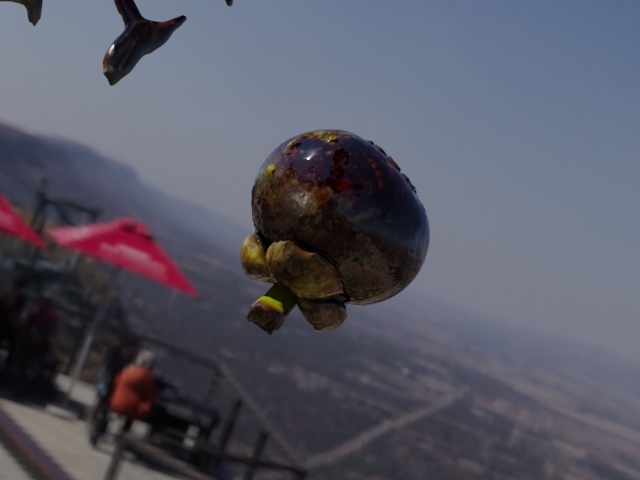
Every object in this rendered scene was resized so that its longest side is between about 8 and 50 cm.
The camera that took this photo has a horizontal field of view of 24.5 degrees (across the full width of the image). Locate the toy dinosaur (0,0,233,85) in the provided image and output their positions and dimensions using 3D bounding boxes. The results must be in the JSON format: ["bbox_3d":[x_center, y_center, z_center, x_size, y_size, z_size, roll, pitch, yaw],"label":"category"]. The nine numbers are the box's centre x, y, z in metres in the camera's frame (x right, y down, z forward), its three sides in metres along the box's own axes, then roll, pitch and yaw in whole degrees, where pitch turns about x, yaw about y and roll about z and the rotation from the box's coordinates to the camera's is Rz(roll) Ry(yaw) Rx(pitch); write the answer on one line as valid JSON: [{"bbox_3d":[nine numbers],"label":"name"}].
[{"bbox_3d":[-0.183,-0.227,1.160,0.113,0.327,0.206,-24,-70,38],"label":"toy dinosaur"}]

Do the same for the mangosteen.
[{"bbox_3d":[0.000,0.000,1.468,0.192,0.217,0.192,42,-7,6],"label":"mangosteen"}]
